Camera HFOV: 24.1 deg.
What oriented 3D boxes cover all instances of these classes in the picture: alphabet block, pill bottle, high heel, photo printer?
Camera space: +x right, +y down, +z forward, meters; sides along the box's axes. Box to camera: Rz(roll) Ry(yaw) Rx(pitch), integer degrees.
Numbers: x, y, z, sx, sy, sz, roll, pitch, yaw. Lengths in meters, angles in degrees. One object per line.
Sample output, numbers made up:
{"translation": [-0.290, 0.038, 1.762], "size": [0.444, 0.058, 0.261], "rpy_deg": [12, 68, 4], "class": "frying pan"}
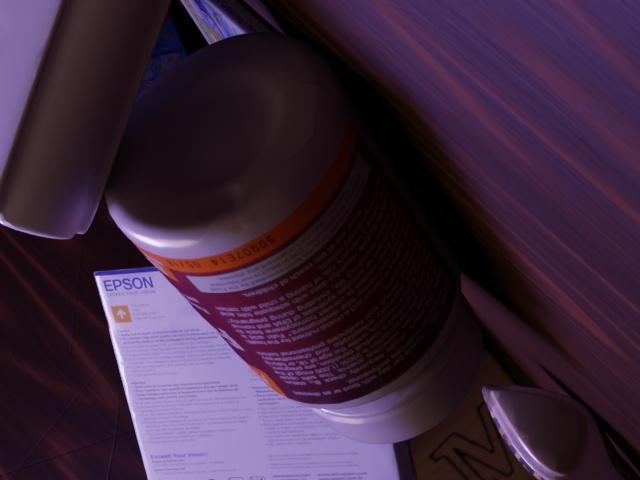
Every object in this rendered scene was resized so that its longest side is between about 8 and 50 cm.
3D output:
{"translation": [0.154, 0.236, 1.916], "size": [0.193, 0.197, 0.192], "rpy_deg": [50, 175, -29], "class": "alphabet block"}
{"translation": [-0.007, 0.015, 1.366], "size": [0.224, 0.224, 0.392], "rpy_deg": [41, 172, 44], "class": "pill bottle"}
{"translation": [0.280, 0.256, 1.599], "size": [0.261, 0.093, 0.186], "rpy_deg": [34, 164, 23], "class": "high heel"}
{"translation": [-0.228, -0.186, 1.278], "size": [0.107, 0.307, 0.256], "rpy_deg": [14, -165, -33], "class": "photo printer"}

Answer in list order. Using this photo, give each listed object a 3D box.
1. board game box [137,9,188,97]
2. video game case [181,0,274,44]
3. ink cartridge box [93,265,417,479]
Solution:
{"translation": [-0.188, -0.108, 1.825], "size": [0.308, 0.086, 0.302], "rpy_deg": [131, 117, -75], "class": "board game box"}
{"translation": [-0.066, -0.181, 1.455], "size": [0.193, 0.023, 0.212], "rpy_deg": [44, 175, 25], "class": "video game case"}
{"translation": [-0.073, 0.163, 1.754], "size": [0.071, 0.324, 0.330], "rpy_deg": [-50, -48, -63], "class": "ink cartridge box"}
